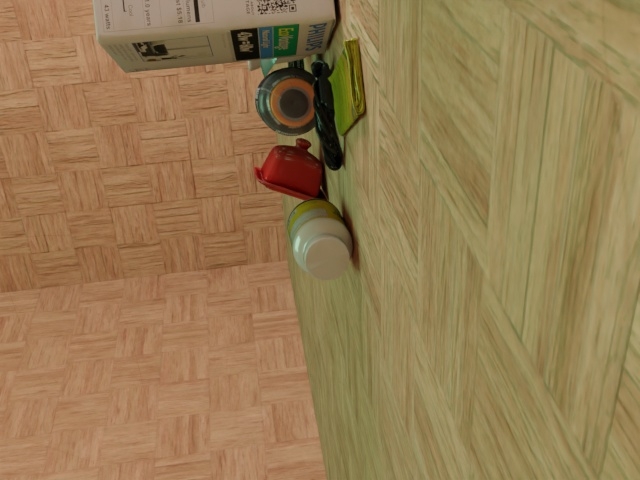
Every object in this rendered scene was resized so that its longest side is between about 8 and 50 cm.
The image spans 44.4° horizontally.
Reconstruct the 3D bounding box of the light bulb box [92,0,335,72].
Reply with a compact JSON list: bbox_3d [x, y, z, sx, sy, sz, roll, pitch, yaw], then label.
[{"bbox_3d":[-0.175,-0.479,1.257,0.225,0.360,0.358,-167,71,-86],"label":"light bulb box"}]

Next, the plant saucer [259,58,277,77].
[{"bbox_3d":[-0.074,-0.401,1.474,0.195,0.037,0.195,-58,14,23],"label":"plant saucer"}]

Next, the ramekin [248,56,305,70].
[{"bbox_3d":[-0.102,-0.509,1.674,0.277,0.135,0.277,174,90,-85],"label":"ramekin"}]

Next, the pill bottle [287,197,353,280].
[{"bbox_3d":[0.000,0.000,1.343,0.184,0.103,0.103,-110,14,-69],"label":"pill bottle"}]

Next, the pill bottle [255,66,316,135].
[{"bbox_3d":[-0.060,-0.270,1.526,0.246,0.130,0.131,-122,26,-77],"label":"pill bottle"}]

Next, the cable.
[{"bbox_3d":[0.006,-0.205,1.334,0.150,0.047,0.185,116,146,-81],"label":"cable"}]

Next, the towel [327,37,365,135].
[{"bbox_3d":[0.035,-0.216,1.146,0.237,0.021,0.102,180,85,-85],"label":"towel"}]

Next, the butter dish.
[{"bbox_3d":[-0.053,-0.160,1.671,0.160,0.159,0.118,-111,39,-72],"label":"butter dish"}]

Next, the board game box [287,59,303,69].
[{"bbox_3d":[-0.065,-0.464,1.931,0.186,0.026,0.126,-128,33,-81],"label":"board game box"}]
